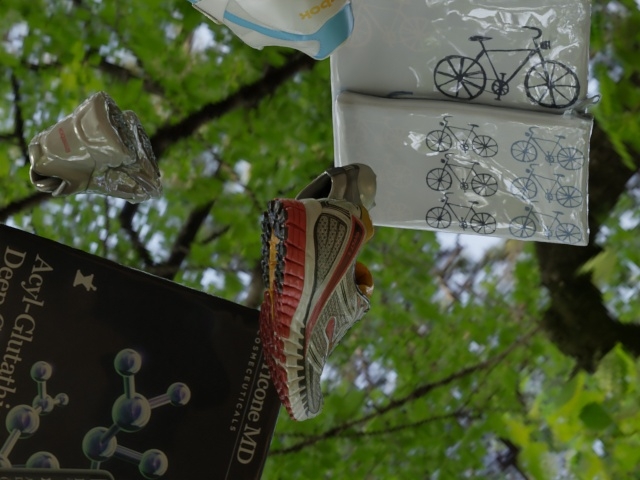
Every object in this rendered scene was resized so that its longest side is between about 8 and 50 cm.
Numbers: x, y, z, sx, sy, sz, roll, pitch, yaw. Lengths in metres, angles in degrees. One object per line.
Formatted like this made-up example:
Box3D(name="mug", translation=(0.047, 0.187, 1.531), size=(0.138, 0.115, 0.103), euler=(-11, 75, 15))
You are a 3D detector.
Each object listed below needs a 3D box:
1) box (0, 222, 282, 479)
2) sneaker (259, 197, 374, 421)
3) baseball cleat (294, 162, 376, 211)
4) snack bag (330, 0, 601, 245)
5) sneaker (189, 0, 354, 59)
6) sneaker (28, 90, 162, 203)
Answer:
Box3D(name="box", translation=(-0.263, 0.167, 1.271), size=(0.395, 0.212, 0.294), euler=(20, -102, -21))
Box3D(name="sneaker", translation=(0.001, 0.064, 1.075), size=(0.092, 0.225, 0.088), euler=(-7, -140, -15))
Box3D(name="baseball cleat", translation=(0.000, 0.000, 1.511), size=(0.109, 0.206, 0.072), euler=(-7, -147, -35))
Box3D(name="snack bag", translation=(0.162, -0.157, 1.506), size=(0.323, 0.343, 0.037), euler=(7, -148, 17))
Box3D(name="sneaker", translation=(-0.066, -0.192, 0.947), size=(0.087, 0.092, 0.228), euler=(-42, -140, -15))
Box3D(name="sneaker", translation=(-0.234, -0.082, 1.303), size=(0.115, 0.232, 0.090), euler=(-21, -104, 3))
